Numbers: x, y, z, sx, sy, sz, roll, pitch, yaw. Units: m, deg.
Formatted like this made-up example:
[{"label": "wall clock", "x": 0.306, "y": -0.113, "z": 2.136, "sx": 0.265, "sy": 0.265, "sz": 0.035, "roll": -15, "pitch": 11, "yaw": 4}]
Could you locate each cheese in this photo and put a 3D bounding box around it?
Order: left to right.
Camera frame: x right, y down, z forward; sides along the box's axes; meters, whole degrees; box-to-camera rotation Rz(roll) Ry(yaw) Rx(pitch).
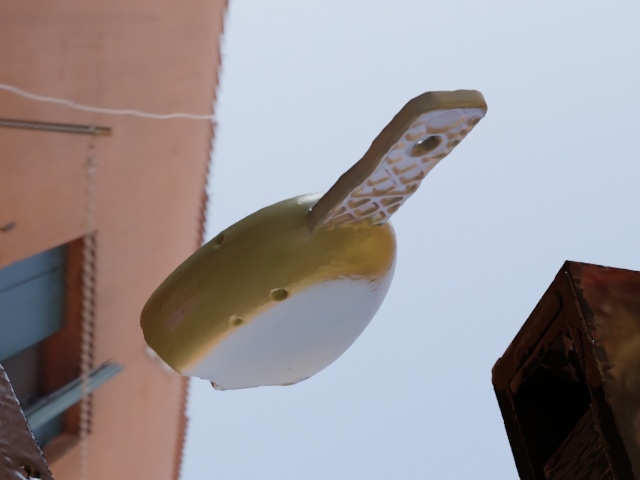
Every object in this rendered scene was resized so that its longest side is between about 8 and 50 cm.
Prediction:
[{"label": "cheese", "x": 0.000, "y": 0.000, "z": 0.824, "sx": 0.255, "sy": 0.127, "sz": 0.050, "roll": -50, "pitch": -128, "yaw": 50}]

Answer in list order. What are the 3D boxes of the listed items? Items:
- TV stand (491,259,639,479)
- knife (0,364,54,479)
[{"label": "TV stand", "x": 0.087, "y": 0.115, "z": 0.307, "sx": 0.049, "sy": 0.256, "sz": 0.040, "roll": 7, "pitch": -44, "yaw": -22}, {"label": "knife", "x": -0.171, "y": 0.032, "z": 0.439, "sx": 0.019, "sy": 0.245, "sz": 0.072, "roll": -48, "pitch": -127, "yaw": 21}]
